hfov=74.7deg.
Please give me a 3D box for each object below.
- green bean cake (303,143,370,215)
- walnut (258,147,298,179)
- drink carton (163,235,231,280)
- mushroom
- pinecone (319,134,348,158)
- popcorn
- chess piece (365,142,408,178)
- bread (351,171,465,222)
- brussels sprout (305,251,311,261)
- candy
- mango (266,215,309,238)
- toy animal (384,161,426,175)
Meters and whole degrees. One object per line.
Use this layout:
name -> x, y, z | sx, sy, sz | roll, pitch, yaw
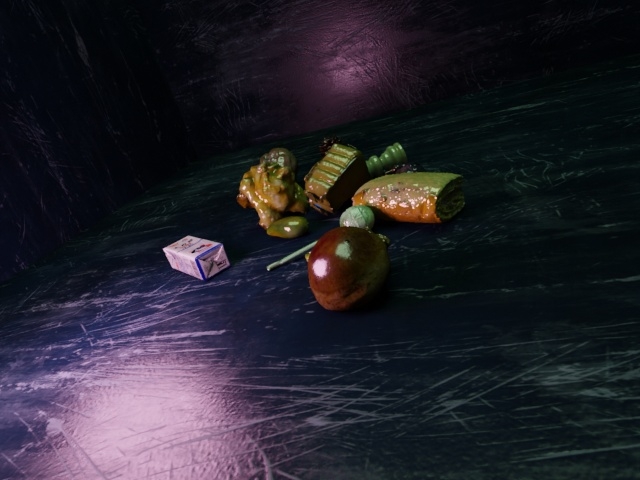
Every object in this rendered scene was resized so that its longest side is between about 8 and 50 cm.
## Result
green bean cake -> 0.061, -0.255, 1.890 | 0.202, 0.285, 0.310 | 31, 72, 30
walnut -> -0.245, -0.392, 2.375 | 0.227, 0.273, 0.273 | 12, 18, -16
drink carton -> -0.505, 0.067, 1.701 | 0.131, 0.106, 0.315 | -32, 27, -35
mushroom -> 0.086, 0.059, 1.217 | 0.263, 0.195, 0.283 | 1, 29, 46
pinecone -> 0.085, -0.540, 2.534 | 0.208, 0.207, 0.207 | -14, 24, 6
popcorn -> -0.206, -0.222, 1.931 | 0.326, 0.289, 0.321 | 14, 22, -1
chess piece -> 0.301, -0.385, 2.140 | 0.251, 0.144, 0.144 | -24, 24, -1
bread -> 0.322, -0.162, 1.581 | 0.376, 0.165, 0.237 | 9, 30, 45
brussels sprout -> -0.024, 0.060, 1.468 | 0.046, 0.050, 0.083 | 7, -10, -18
candy -> 0.000, 0.000, 1.545 | 0.440, 0.119, 0.119 | -28, 25, -5
mango -> -0.132, -0.060, 1.752 | 0.191, 0.085, 0.122 | 6, 36, 40
toy animal -> 0.380, -0.266, 1.822 | 0.186, 0.122, 0.298 | -25, 26, -18
